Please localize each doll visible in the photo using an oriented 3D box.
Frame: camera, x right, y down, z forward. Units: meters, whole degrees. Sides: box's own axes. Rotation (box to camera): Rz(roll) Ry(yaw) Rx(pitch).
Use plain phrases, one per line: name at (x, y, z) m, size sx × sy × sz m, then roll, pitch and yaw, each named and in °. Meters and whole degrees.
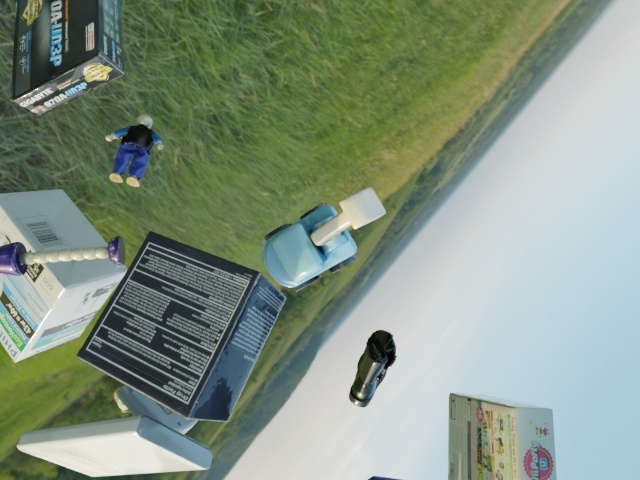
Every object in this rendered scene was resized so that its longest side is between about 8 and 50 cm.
doll at (-0.439, -0.223, 1.057) m, size 0.046 × 0.129 × 0.188 m, roll 120°, pitch -19°, yaw -64°

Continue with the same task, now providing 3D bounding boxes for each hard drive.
hard drive at (-0.453, 0.464, 0.997) m, size 0.354 × 0.233 × 0.047 m, roll -15°, pitch -136°, yaw 22°

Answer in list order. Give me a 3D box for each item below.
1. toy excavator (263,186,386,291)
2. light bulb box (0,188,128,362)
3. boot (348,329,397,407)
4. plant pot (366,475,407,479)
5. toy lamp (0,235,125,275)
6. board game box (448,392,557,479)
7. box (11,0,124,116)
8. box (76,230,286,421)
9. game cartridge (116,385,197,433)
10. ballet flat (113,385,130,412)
toy excavator at (0.000, 0.000, 1.336) m, size 0.433 × 0.222 × 0.445 m, roll -30°, pitch 178°, yaw 12°
light bulb box at (-0.845, 0.098, 1.354) m, size 0.361 × 0.358 × 0.225 m, roll -47°, pitch 170°, yaw 23°
boot at (0.170, 0.343, 1.326) m, size 0.246 × 0.094 × 0.207 m, roll -46°, pitch 158°, yaw -59°
plant pot at (0.232, 0.861, 1.343) m, size 0.235 × 0.236 × 0.212 m, roll 106°, pitch -6°, yaw -48°
toy lamp at (-0.595, 0.033, 1.014) m, size 0.275 × 0.080 × 0.080 m, roll -7°, pitch 156°, yaw -14°
board game box at (0.415, 0.493, 1.066) m, size 0.303 × 0.098 × 0.223 m, roll 130°, pitch -35°, yaw -74°
box at (-0.401, -0.325, 0.711) m, size 0.175 × 0.220 × 0.051 m, roll -18°, pitch 158°, yaw 15°
box at (-0.281, 0.179, 0.948) m, size 0.293 × 0.297 × 0.182 m, roll -64°, pitch 157°, yaw -17°
game cartridge at (-0.436, 0.461, 1.275) m, size 0.062 × 0.198 × 0.297 m, roll -42°, pitch 173°, yaw -2°
ballet flat at (-0.548, 0.490, 1.338) m, size 0.067 × 0.207 × 0.072 m, roll -4°, pitch 103°, yaw -72°
